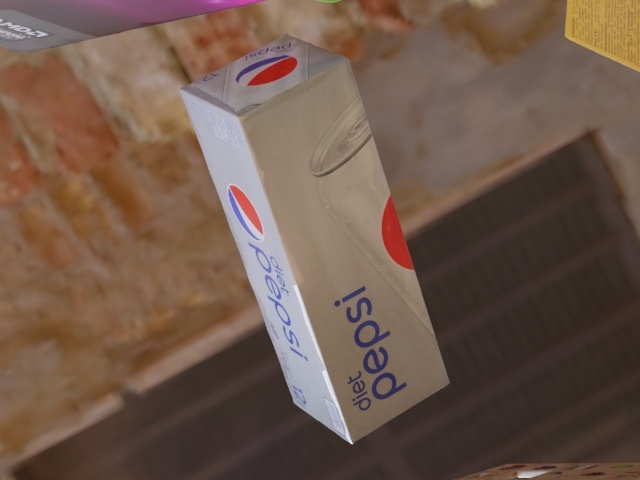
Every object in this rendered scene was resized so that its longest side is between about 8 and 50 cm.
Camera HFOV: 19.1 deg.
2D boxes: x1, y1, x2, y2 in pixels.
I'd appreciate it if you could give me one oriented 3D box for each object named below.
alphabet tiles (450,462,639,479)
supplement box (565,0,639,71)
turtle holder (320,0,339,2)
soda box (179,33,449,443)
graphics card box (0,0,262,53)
[{"bbox_3d":[0.169,0.214,1.627,0.237,0.198,0.009,-8,-89,-47],"label":"alphabet tiles"},{"bbox_3d":[0.275,-0.171,1.464,0.233,0.078,0.080,-144,45,-62],"label":"supplement box"},{"bbox_3d":[0.006,-0.295,1.038,0.320,0.227,0.243,5,-130,-43],"label":"turtle holder"},{"bbox_3d":[0.000,0.000,1.391,0.091,0.098,0.286,29,143,55],"label":"soda box"},{"bbox_3d":[-0.064,-0.163,0.687,0.233,0.371,0.094,16,-106,-51],"label":"graphics card box"}]
